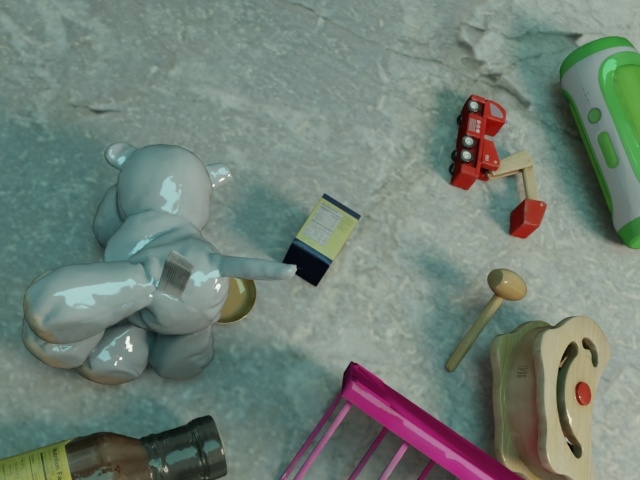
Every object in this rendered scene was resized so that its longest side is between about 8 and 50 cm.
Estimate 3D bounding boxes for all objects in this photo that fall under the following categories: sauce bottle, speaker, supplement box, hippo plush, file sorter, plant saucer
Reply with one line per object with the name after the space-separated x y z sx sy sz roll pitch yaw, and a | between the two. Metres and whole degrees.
-0.270 0.268 0.858 0.344 0.111 0.111 -12 71 -19 | sauce bottle
0.448 -0.144 1.194 0.131 0.131 0.296 -8 70 -16 | speaker
0.000 0.000 1.048 0.056 0.083 0.083 32 65 1 | supplement box
-0.207 0.002 0.906 0.234 0.294 0.237 6 55 -28 | hippo plush
0.103 0.293 0.872 0.290 0.202 0.182 34 88 4 | file sorter
-0.122 0.066 1.029 0.083 0.015 0.083 5 67 -12 | plant saucer

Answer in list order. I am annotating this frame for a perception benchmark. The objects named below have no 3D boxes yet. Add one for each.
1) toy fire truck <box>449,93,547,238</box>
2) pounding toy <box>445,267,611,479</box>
0.257 -0.109 1.177 0.135 0.047 0.192 16 64 -7 | toy fire truck
0.266 0.177 1.047 0.154 0.155 0.269 12 72 -39 | pounding toy
